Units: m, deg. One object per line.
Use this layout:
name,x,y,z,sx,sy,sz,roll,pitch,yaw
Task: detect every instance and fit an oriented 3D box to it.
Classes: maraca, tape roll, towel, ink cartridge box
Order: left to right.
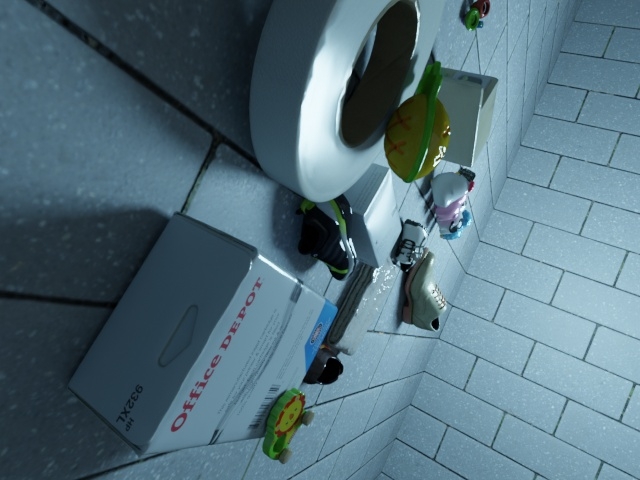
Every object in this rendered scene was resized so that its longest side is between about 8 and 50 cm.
ink cartridge box,-0.117,0.131,0.581,0.223,0.129,0.307,-61,155,-9
tape roll,0.053,-0.237,0.604,0.392,0.072,0.392,-51,161,-25
towel,0.116,0.162,1.152,0.282,0.049,0.187,-62,153,-12
maraca,0.155,-0.181,0.695,0.127,0.099,0.185,-109,-150,-74

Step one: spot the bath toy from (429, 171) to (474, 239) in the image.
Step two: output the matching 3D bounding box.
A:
bath toy,0.435,-0.124,1.448,0.348,0.129,0.151,48,34,-63

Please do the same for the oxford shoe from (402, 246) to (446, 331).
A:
oxford shoe,0.386,0.180,1.573,0.140,0.147,0.397,-50,149,-31

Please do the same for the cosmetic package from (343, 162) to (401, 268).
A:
cosmetic package,0.097,-0.048,0.907,0.117,0.086,0.231,-59,155,-17

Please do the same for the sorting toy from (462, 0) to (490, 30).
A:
sorting toy,0.377,-0.556,1.099,0.102,0.042,0.061,-45,133,-16

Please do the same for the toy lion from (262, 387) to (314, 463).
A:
toy lion,-0.052,0.266,0.644,0.100,0.034,0.096,-57,147,-18

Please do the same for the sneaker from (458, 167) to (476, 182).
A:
sneaker,0.511,-0.200,1.632,0.162,0.063,0.073,-51,168,-22

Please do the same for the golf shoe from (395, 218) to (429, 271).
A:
golf shoe,0.263,0.020,1.290,0.094,0.077,0.198,-54,150,-25

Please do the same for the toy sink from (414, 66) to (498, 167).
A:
toy sink,0.315,-0.312,1.037,0.131,0.153,0.234,-55,151,-24

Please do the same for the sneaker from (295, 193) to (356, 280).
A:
sneaker,0.000,0.000,0.795,0.097,0.084,0.234,-30,140,-17

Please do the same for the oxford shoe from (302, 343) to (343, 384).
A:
oxford shoe,0.005,0.286,0.978,0.096,0.098,0.271,-63,154,-8
